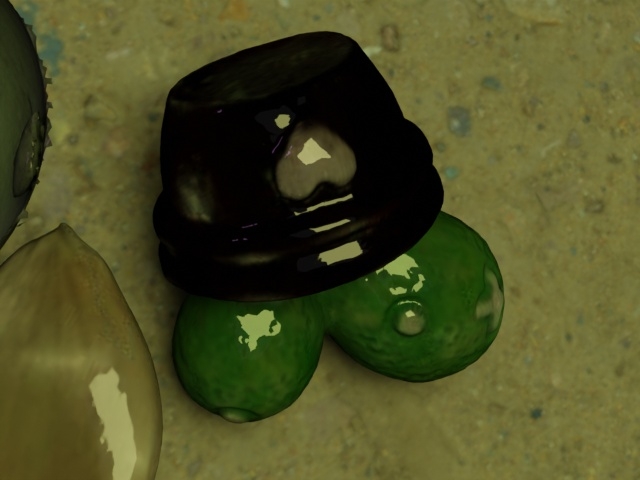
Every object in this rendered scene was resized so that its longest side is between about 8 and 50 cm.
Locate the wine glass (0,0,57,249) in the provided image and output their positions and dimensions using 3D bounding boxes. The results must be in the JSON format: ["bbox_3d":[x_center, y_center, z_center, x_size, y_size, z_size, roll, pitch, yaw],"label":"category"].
[{"bbox_3d":[-0.255,-0.036,0.904,0.190,0.357,0.191,3,81,-21],"label":"wine glass"}]

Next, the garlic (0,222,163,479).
[{"bbox_3d":[-0.173,0.154,1.032,0.143,0.112,0.318,22,77,7],"label":"garlic"}]

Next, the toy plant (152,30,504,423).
[{"bbox_3d":[0.000,0.000,1.117,0.218,0.175,0.235,-22,116,-18],"label":"toy plant"}]
